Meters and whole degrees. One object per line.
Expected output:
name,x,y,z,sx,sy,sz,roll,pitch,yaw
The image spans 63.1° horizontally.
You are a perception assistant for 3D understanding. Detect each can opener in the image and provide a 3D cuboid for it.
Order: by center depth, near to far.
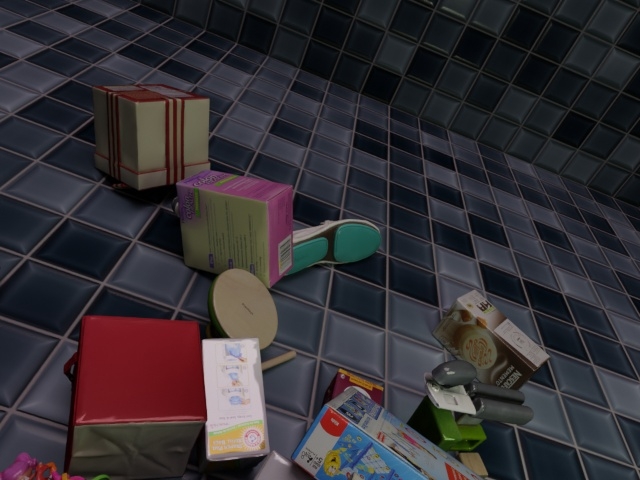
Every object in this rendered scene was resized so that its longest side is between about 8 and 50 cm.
can opener,0.319,0.295,1.008,0.284,0.095,0.076,18,34,-28

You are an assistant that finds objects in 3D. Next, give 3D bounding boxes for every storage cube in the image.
storage cube,-0.305,0.258,0.848,0.215,0.183,0.193,7,39,-25

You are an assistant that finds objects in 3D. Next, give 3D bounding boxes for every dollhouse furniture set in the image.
dollhouse furniture set,0.297,0.462,0.972,0.198,0.151,0.301,9,37,-22

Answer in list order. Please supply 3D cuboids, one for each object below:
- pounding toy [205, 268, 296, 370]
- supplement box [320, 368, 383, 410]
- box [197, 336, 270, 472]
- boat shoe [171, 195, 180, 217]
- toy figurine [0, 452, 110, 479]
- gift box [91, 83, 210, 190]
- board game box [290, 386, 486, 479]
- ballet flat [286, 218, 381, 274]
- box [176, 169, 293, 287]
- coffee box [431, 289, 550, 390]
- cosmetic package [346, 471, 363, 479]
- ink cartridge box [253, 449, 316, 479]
pounding toy,-0.181,0.187,1.117,0.183,0.110,0.236,-18,81,-59
supplement box,0.052,0.360,1.020,0.104,0.080,0.188,24,34,-2
box,-0.159,0.286,0.911,0.103,0.114,0.203,2,55,-20
boat shoe,-0.318,-0.123,1.429,0.079,0.095,0.255,39,35,17
toy figurine,-0.412,0.351,0.714,0.159,0.130,0.173,27,44,20
gift box,-0.460,-0.280,1.421,0.255,0.257,0.276,-16,32,-42
board game box,0.131,0.351,0.775,0.302,0.086,0.308,33,-4,15
ballet flat,0.000,0.000,1.450,0.401,0.139,0.139,-12,49,-41
box,-0.195,-0.032,1.214,0.243,0.213,0.117,12,28,22
coffee box,0.429,0.266,1.329,0.098,0.141,0.246,-15,50,-44
cosmetic package,0.092,0.435,0.562,0.309,0.160,0.113,43,9,12
ink cartridge box,0.023,0.460,0.783,0.310,0.271,0.130,30,68,9
